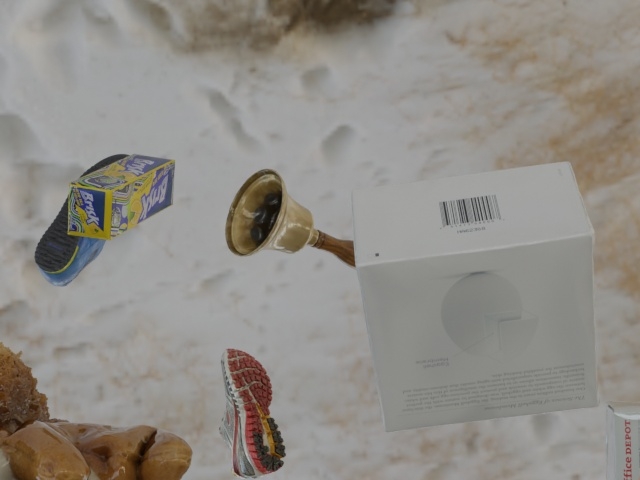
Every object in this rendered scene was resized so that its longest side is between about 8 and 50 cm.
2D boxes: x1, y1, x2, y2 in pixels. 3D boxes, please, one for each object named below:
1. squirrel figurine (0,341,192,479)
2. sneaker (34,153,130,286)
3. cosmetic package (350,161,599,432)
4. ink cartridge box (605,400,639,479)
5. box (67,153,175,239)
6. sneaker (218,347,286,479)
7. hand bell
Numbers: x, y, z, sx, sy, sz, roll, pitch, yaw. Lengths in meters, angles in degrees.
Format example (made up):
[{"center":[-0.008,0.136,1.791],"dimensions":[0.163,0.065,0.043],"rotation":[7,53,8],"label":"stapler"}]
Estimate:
[{"center":[-0.406,0.283,1.558],"dimensions":[0.371,0.281,0.397],"rotation":[23,-178,-24],"label":"squirrel figurine"},{"center":[-0.322,-0.028,1.796],"dimensions":[0.069,0.209,0.082],"rotation":[27,164,18],"label":"sneaker"},{"center":[0.157,0.059,1.292],"dimensions":[0.224,0.138,0.224],"rotation":[-7,125,4],"label":"cosmetic package"},{"center":[0.490,0.292,1.786],"dimensions":[0.176,0.128,0.127],"rotation":[-1,178,8],"label":"ink cartridge box"},{"center":[-0.219,-0.051,1.423],"dimensions":[0.054,0.059,0.169],"rotation":[9,-163,14],"label":"box"},{"center":[-0.131,0.278,2.064],"dimensions":[0.093,0.225,0.088],"rotation":[-33,146,33],"label":"sneaker"},{"center":[0.000,0.000,1.784],"dimensions":[0.242,0.126,0.126],"rotation":[23,141,-35],"label":"hand bell"}]
